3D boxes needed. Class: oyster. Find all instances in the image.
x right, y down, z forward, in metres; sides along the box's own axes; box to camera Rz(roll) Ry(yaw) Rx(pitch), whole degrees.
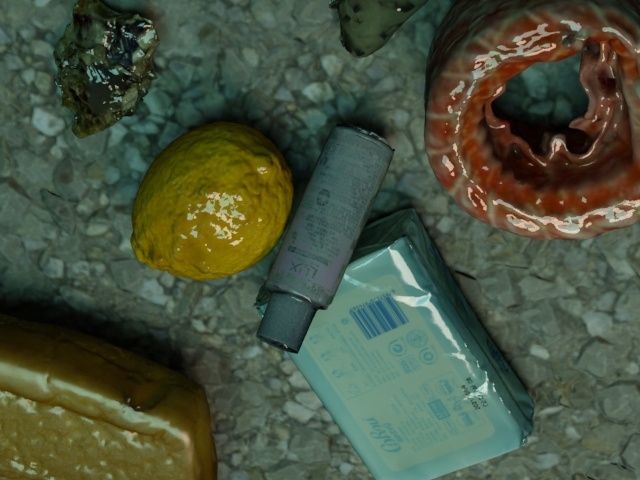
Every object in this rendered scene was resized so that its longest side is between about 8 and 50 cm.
[{"bbox_3d":[-0.208,-0.154,1.531,0.103,0.051,0.148,18,131,7],"label":"oyster"}]

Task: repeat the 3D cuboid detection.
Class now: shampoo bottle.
[{"bbox_3d":[0.000,0.000,1.511,0.072,0.072,0.214,24,82,-5],"label":"shampoo bottle"}]

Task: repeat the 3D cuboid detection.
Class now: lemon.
[{"bbox_3d":[-0.104,-0.032,1.531,0.187,0.142,0.142,-36,108,28],"label":"lemon"}]

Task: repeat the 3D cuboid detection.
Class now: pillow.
[{"bbox_3d":[0.084,-0.263,1.422,0.093,0.051,0.241,38,119,-18],"label":"pillow"}]

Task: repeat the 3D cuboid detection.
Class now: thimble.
[{"bbox_3d":[0.209,-0.122,1.418,0.239,0.162,0.239,4,120,7],"label":"thimble"}]

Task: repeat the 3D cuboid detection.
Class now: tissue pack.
[{"bbox_3d":[0.077,0.113,1.616,0.177,0.089,0.263,-24,115,23],"label":"tissue pack"}]

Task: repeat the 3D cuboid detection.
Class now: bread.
[{"bbox_3d":[-0.271,0.232,1.706,0.337,0.148,0.328,15,116,2],"label":"bread"}]
